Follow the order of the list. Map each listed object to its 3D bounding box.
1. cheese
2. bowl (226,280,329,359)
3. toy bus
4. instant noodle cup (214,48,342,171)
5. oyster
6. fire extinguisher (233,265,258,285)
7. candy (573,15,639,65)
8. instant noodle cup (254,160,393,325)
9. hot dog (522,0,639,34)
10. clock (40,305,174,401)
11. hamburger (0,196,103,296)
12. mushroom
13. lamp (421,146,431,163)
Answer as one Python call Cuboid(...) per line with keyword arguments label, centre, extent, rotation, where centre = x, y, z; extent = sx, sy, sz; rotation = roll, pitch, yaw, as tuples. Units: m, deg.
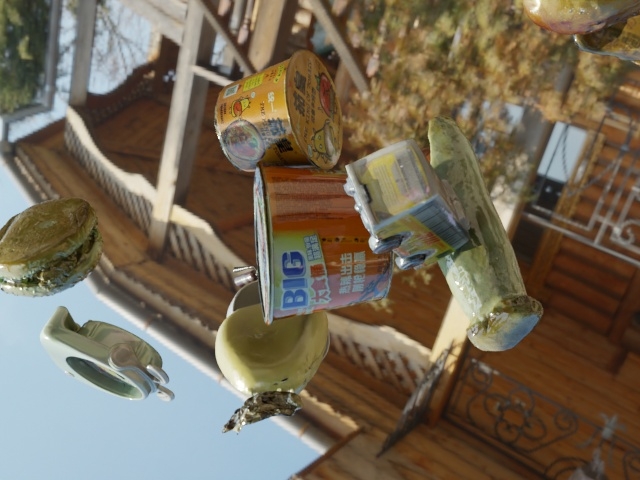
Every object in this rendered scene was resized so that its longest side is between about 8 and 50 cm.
Cuboid(label="cheese", centre=(-0.109, 0.240, 1.707), extent=(0.259, 0.128, 0.316), rotation=(-17, -151, 7))
Cuboid(label="bowl", centre=(-0.131, 0.258, 2.060), extent=(0.286, 0.144, 0.287), rotation=(22, -141, -19))
Cuboid(label="toy bus", centre=(0.105, -0.034, 0.895), extent=(0.092, 0.106, 0.268), rotation=(69, -167, 18))
Cuboid(label="instant noodle cup", centre=(-0.078, -0.220, 1.413), extent=(0.172, 0.216, 0.216), rotation=(-9, -165, 27))
Cuboid(label="oyster", centre=(-0.085, 0.258, 1.192), extent=(0.148, 0.051, 0.103), rotation=(-13, 180, 23))
Cuboid(label="fire extinguisher", centre=(-0.162, 0.072, 1.719), extent=(0.032, 0.046, 0.100), rotation=(-22, 180, -40))
Cuboid(label="candy", centre=(0.467, -0.274, 1.032), extent=(0.271, 0.143, 0.101), rotation=(20, 180, -15))
Cuboid(label="instant noodle cup", centre=(0.000, 0.000, 1.354), extent=(0.213, 0.297, 0.296), rotation=(-3, -151, -8))
Cuboid(label="hot dog", centre=(0.278, -0.264, 0.754), extent=(0.270, 0.082, 0.162), rotation=(-18, -141, -27))
Cuboid(label="clock", centre=(-0.293, 0.171, 1.105), extent=(0.190, 0.151, 0.062), rotation=(19, -120, 9))
Cuboid(label="hamburger", centre=(-0.469, 0.022, 1.338), extent=(0.189, 0.122, 0.215), rotation=(-15, -148, 3))
Cuboid(label="mushroom", centre=(0.199, -0.011, 1.056), extent=(0.087, 0.107, 0.333), rotation=(18, -133, -54))
Cuboid(label="lamp", centre=(0.273, -0.114, 1.876), extent=(0.196, 0.223, 0.223), rotation=(0, -151, -44))
